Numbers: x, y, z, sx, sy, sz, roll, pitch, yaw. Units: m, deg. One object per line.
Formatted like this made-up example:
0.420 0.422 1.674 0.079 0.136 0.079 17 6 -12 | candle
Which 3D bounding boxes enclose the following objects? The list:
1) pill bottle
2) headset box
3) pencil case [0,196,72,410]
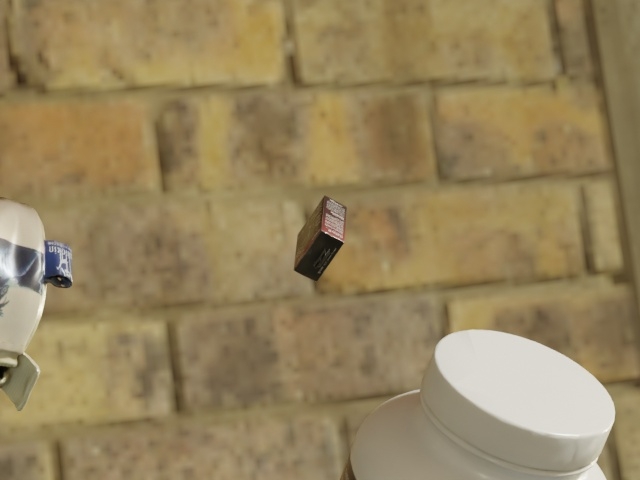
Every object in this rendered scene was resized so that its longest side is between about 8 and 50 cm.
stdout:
0.083 0.229 1.332 0.181 0.323 0.181 16 25 -7 | pill bottle
0.000 0.000 2.163 0.032 0.083 0.062 27 -61 -14 | headset box
-0.396 0.004 1.486 0.410 0.160 0.183 18 18 -34 | pencil case
